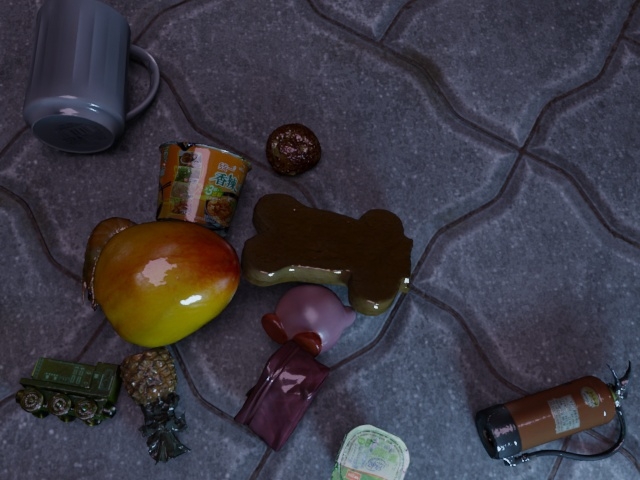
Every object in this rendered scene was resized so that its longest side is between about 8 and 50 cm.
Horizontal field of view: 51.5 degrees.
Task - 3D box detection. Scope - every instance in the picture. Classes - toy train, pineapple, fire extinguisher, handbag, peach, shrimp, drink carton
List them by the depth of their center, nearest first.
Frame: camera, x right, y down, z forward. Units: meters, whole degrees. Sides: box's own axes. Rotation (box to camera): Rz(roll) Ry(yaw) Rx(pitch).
[{"bbox_3d":[0.105,0.481,1.437,0.146,0.142,0.144,22,74,6],"label":"drink carton"},{"bbox_3d":[-0.085,0.334,1.444,0.135,0.225,0.146,34,31,9],"label":"handbag"},{"bbox_3d":[-0.359,0.365,1.476,0.128,0.128,0.248,-19,78,-9],"label":"pineapple"},{"bbox_3d":[-0.336,0.080,1.482,0.308,0.289,0.289,-39,76,2],"label":"peach"},{"bbox_3d":[-0.562,0.335,1.493,0.225,0.090,0.137,9,63,1],"label":"toy train"},{"bbox_3d":[0.552,0.413,1.515,0.376,0.113,0.200,-17,115,-7],"label":"fire extinguisher"},{"bbox_3d":[-0.505,0.054,1.606,0.150,0.068,0.249,16,66,-2],"label":"shrimp"}]

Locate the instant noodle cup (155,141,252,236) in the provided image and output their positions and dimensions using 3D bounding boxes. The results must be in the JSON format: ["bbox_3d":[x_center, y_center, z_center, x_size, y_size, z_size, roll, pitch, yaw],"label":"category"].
[{"bbox_3d":[-0.294,-0.117,1.601,0.230,0.230,0.182,10,81,1],"label":"instant noodle cup"}]

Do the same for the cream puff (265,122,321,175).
[{"bbox_3d":[-0.072,-0.239,1.715,0.149,0.084,0.149,0,70,0],"label":"cream puff"}]

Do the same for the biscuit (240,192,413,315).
[{"bbox_3d":[0.019,0.033,1.552,0.394,0.076,0.368,9,37,-1],"label":"biscuit"}]

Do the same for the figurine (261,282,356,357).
[{"bbox_3d":[-0.022,0.179,1.528,0.173,0.173,0.173,1,71,-2],"label":"figurine"}]

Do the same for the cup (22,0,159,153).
[{"bbox_3d":[-0.573,-0.401,1.693,0.322,0.237,0.327,10,66,-31],"label":"cup"}]
